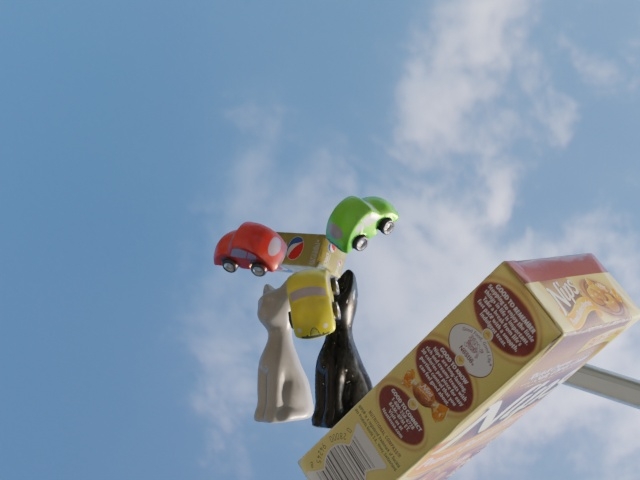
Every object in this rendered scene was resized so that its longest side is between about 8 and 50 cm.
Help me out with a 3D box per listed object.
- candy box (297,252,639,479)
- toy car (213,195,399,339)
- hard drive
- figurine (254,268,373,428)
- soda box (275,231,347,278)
[{"bbox_3d":[0.141,0.146,0.877,0.316,0.183,0.087,-49,-117,30],"label":"candy box"},{"bbox_3d":[0.000,0.000,1.140,0.225,0.053,0.239,-33,-137,-19],"label":"toy car"},{"bbox_3d":[0.368,0.194,1.338,0.308,0.203,0.040,17,-92,12],"label":"hard drive"},{"bbox_3d":[-0.018,0.152,1.280,0.215,0.092,0.209,-8,-97,48],"label":"figurine"},{"bbox_3d":[-0.038,0.022,1.513,0.181,0.061,0.058,5,-106,49],"label":"soda box"}]
